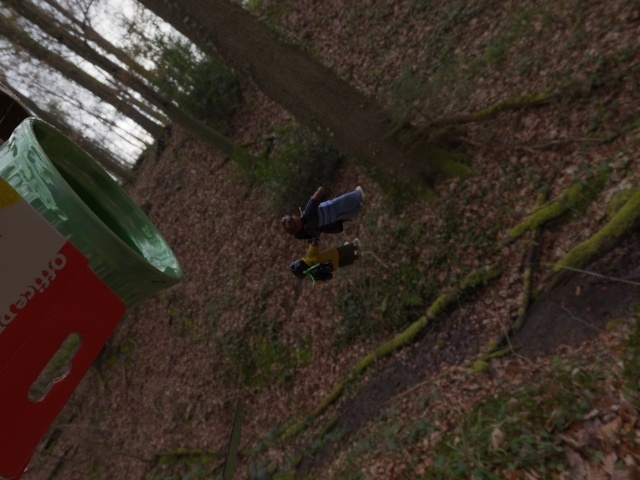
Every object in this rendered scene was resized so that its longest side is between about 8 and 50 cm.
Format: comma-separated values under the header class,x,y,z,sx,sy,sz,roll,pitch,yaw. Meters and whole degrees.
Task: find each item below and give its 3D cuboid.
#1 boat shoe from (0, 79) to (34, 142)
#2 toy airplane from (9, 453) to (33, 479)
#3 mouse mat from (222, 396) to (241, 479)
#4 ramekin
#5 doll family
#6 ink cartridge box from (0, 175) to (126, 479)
class,x,y,z,sx,sy,sz,roll,pitch,yaw
boat shoe,-0.832,-0.359,1.073,0.109,0.302,0.098,-37,26,7
toy airplane,-0.400,0.265,0.462,0.028,0.151,0.151,7,55,41
mouse mat,-0.186,0.442,0.886,0.153,0.007,0.190,-84,3,-46
ramekin,-0.362,-0.010,0.612,0.148,0.303,0.303,-40,1,-7
doll family,0.000,0.000,0.564,0.076,0.111,0.193,-125,25,-49
ink cartridge box,-0.232,0.018,0.223,0.134,0.078,0.231,-71,-33,-42
